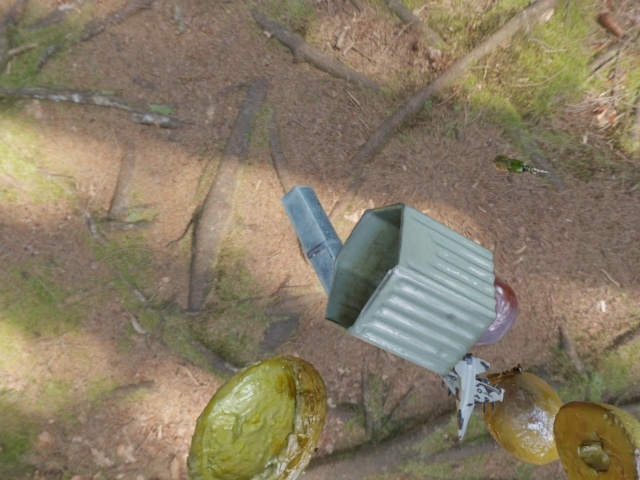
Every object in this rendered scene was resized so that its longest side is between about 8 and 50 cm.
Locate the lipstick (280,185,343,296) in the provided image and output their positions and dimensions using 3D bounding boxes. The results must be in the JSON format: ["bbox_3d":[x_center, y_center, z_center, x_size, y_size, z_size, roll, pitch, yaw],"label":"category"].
[{"bbox_3d":[0.000,0.000,1.077,0.076,0.077,0.290,-35,74,34],"label":"lipstick"}]

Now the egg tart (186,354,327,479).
[{"bbox_3d":[-0.073,0.244,0.566,0.212,0.213,0.090,-28,116,16],"label":"egg tart"}]

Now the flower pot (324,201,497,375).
[{"bbox_3d":[0.137,0.075,0.713,0.189,0.239,0.209,25,139,-16],"label":"flower pot"}]

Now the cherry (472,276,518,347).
[{"bbox_3d":[0.476,0.222,1.341,0.206,0.239,0.239,34,106,36],"label":"cherry"}]

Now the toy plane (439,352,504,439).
[{"bbox_3d":[0.311,0.321,0.945,0.160,0.082,0.234,17,129,42],"label":"toy plane"}]

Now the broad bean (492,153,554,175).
[{"bbox_3d":[0.596,-0.231,1.386,0.098,0.318,0.056,21,106,-7],"label":"broad bean"}]

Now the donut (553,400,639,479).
[{"bbox_3d":[0.446,0.331,0.690,0.065,0.178,0.162,-2,85,-9],"label":"donut"}]

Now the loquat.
[{"bbox_3d":[0.511,0.442,1.116,0.193,0.238,0.238,-33,89,26],"label":"loquat"}]
